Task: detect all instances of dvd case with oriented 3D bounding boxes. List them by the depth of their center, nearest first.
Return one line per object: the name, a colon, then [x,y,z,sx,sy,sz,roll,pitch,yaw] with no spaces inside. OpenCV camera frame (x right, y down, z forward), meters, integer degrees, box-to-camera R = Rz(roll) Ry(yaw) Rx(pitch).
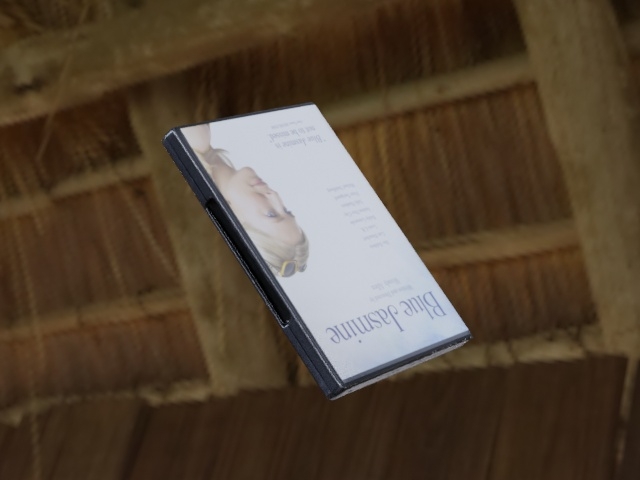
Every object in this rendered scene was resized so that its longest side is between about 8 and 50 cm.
dvd case: [0.000,0.000,1.249,0.180,0.253,0.022,-16,-22,-50]
